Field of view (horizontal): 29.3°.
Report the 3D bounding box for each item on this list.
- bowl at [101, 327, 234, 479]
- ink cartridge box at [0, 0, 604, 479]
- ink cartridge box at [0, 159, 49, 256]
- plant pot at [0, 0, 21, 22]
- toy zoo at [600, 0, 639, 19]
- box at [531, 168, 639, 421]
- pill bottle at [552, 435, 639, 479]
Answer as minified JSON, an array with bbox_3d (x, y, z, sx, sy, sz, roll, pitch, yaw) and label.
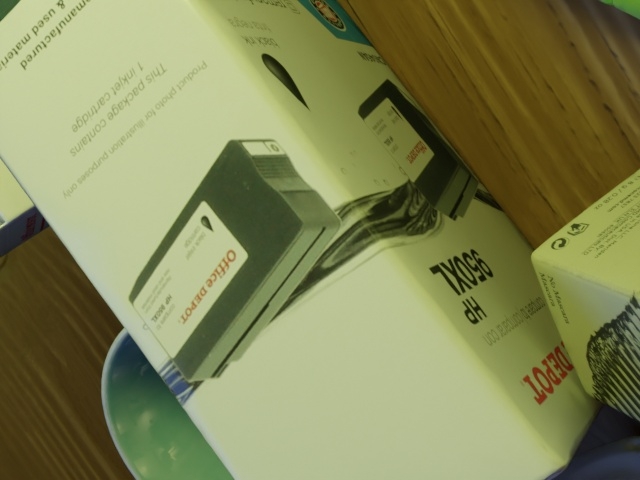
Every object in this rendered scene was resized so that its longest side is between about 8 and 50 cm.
[{"bbox_3d":[-0.040,0.153,1.195,0.311,0.163,0.311,13,124,20],"label":"bowl"},{"bbox_3d":[0.000,0.000,0.789,0.395,0.166,0.285,53,-160,9],"label":"ink cartridge box"},{"bbox_3d":[-0.234,-0.101,1.125,0.119,0.353,0.207,56,163,-2],"label":"ink cartridge box"},{"bbox_3d":[-0.339,-0.273,1.310,0.248,0.247,0.252,46,178,29],"label":"plant pot"},{"bbox_3d":[0.079,-0.228,0.579,0.293,0.030,0.192,41,158,39],"label":"toy zoo"},{"bbox_3d":[0.231,0.055,0.587,0.275,0.094,0.113,26,147,60],"label":"box"},{"bbox_3d":[0.255,0.274,0.869,0.246,0.136,0.136,59,163,-12],"label":"pill bottle"}]
